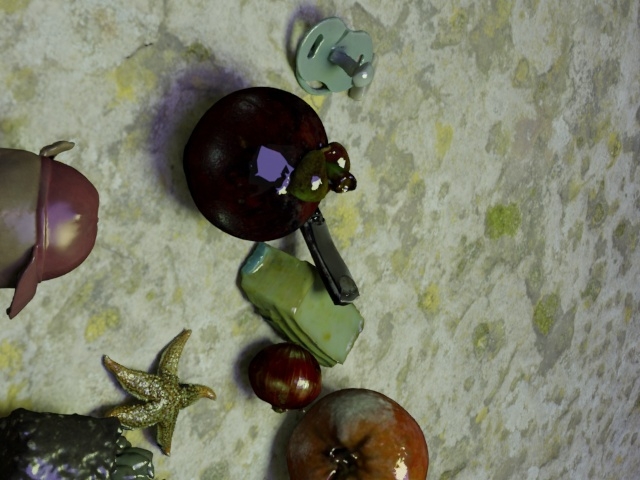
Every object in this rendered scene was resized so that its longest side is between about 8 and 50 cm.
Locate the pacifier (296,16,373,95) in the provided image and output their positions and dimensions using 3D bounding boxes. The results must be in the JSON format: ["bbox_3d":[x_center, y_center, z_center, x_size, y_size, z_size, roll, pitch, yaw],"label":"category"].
[{"bbox_3d":[0.032,-0.262,1.353,0.127,0.116,0.150,-53,143,12],"label":"pacifier"}]

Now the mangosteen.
[{"bbox_3d":[-0.073,-0.098,1.208,0.216,0.216,0.216,-15,111,-45],"label":"mangosteen"}]

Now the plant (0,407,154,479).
[{"bbox_3d":[-0.305,0.280,1.097,0.194,0.132,0.129,27,56,-35],"label":"plant"}]

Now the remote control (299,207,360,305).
[{"bbox_3d":[0.000,0.000,1.364,0.059,0.028,0.212,-10,71,-55],"label":"remote control"}]

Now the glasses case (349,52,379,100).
[{"bbox_3d":[0.071,-0.264,1.452,0.021,0.032,0.083,26,80,-43],"label":"glasses case"}]

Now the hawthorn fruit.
[{"bbox_3d":[0.069,0.372,1.467,0.235,0.231,0.263,-45,125,-16],"label":"hawthorn fruit"}]

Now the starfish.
[{"bbox_3d":[-0.218,0.204,1.255,0.208,0.053,0.176,38,62,-52],"label":"starfish"}]

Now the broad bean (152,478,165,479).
[{"bbox_3d":[-0.325,0.377,1.162,0.339,0.061,0.077,-17,132,-44],"label":"broad bean"}]

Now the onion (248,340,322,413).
[{"bbox_3d":[-0.057,0.209,1.375,0.118,0.117,0.119,10,72,-34],"label":"onion"}]

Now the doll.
[{"bbox_3d":[-0.363,-0.019,0.951,0.256,0.152,0.196,5,112,-40],"label":"doll"}]

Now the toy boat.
[{"bbox_3d":[-0.016,0.110,1.415,0.276,0.084,0.111,50,59,-42],"label":"toy boat"}]
